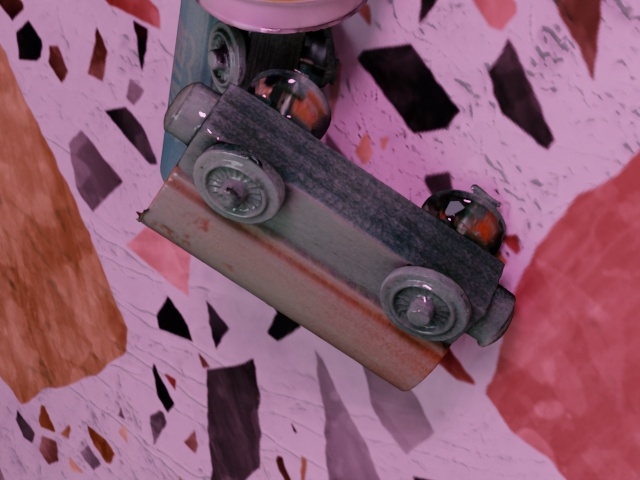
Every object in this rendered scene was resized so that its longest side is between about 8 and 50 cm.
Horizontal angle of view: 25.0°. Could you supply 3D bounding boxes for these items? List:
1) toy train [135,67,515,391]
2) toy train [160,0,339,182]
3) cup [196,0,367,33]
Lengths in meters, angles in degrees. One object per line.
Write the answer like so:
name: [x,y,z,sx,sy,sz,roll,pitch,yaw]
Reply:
toy train: [0.000,0.000,1.044,0.285,0.116,0.177,32,140,-7]
toy train: [-0.071,-0.117,1.144,0.159,0.101,0.248,53,142,39]
cup: [-0.024,-0.284,0.928,0.196,0.196,0.279,36,140,31]
